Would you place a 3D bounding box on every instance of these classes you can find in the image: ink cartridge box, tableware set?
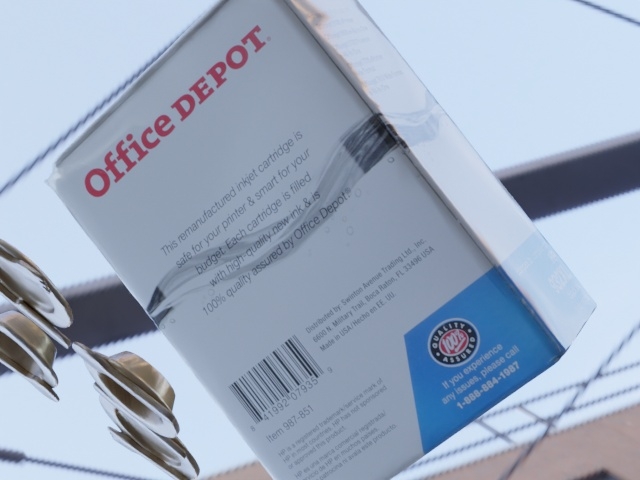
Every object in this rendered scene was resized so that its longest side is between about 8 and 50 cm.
[{"bbox_3d":[0.000,0.000,0.955,0.223,0.129,0.307,-39,-93,26],"label":"ink cartridge box"},{"bbox_3d":[-0.116,0.061,0.674,0.141,0.169,0.020,36,-113,11],"label":"tableware set"}]
